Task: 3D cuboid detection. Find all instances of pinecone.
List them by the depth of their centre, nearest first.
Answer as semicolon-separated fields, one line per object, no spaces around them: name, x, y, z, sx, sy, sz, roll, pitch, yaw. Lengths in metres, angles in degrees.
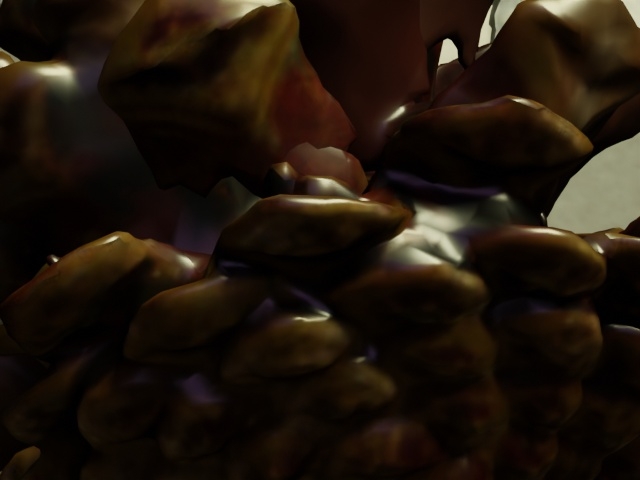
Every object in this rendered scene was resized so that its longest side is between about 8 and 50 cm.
pinecone;-0.010;0.001;0.549;0.264;0.264;0.264;2;61;-4
